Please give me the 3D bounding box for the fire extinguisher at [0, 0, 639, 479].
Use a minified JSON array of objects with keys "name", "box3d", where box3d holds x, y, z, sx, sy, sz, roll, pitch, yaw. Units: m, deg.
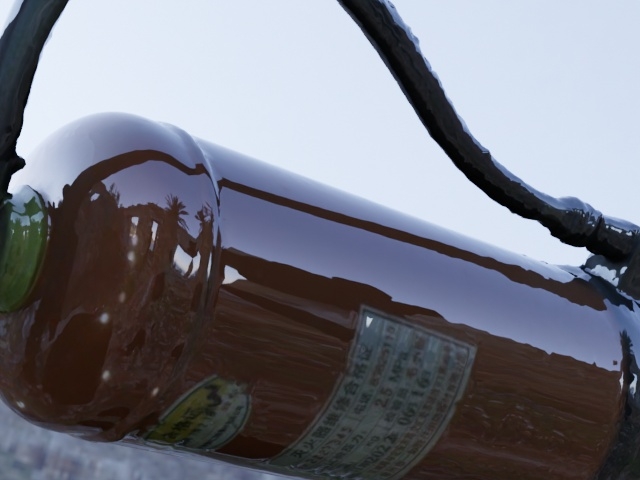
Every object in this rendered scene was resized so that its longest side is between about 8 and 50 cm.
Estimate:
[{"name":"fire extinguisher","box3d":[-0.007,0.002,0.564,0.376,0.200,0.113,16,-11,-36]}]
